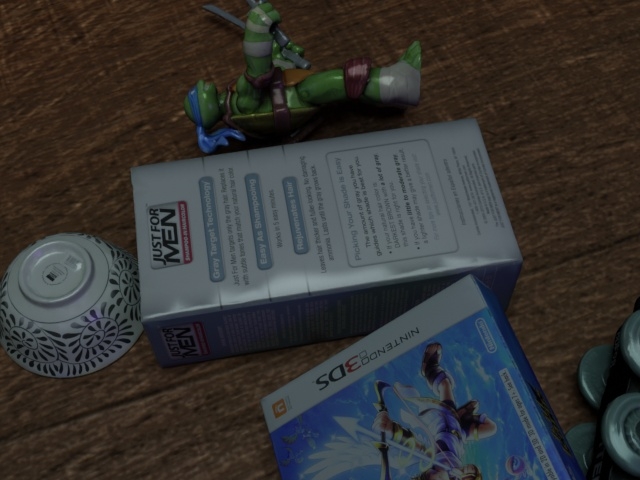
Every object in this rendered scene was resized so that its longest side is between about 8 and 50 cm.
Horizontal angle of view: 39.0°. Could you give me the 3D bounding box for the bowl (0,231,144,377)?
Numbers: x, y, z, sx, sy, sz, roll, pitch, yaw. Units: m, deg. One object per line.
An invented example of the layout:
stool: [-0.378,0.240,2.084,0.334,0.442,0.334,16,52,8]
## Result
bowl: [-0.267,0.051,0.946,0.170,0.080,0.170,0,59,1]

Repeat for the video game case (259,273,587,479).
video game case: [0.087,0.202,0.777,0.244,0.061,0.269,-34,52,18]

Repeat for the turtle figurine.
turtle figurine: [-0.024,-0.227,1.044,0.266,0.198,0.275,1,62,-3]

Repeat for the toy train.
toy train: [0.321,0.210,0.811,0.190,0.142,0.334,23,60,1]

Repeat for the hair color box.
hair color box: [0.000,0.000,0.952,0.374,0.113,0.185,-8,58,-4]
